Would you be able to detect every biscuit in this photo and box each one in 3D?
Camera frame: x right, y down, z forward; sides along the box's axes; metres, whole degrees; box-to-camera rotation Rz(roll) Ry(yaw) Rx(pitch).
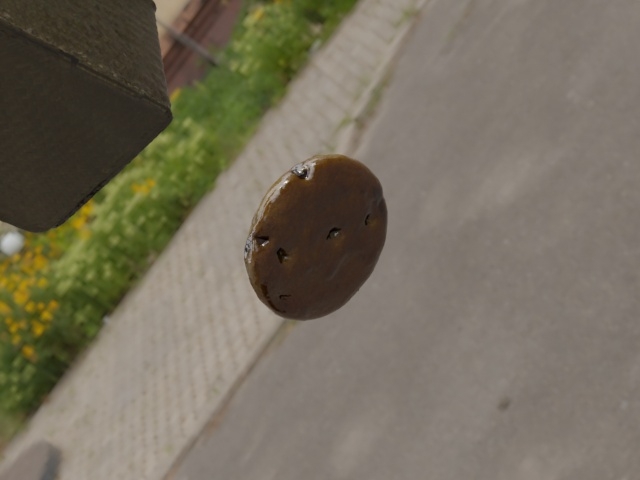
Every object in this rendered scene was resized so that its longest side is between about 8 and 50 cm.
[{"bbox_3d":[0.000,0.000,1.615,0.036,0.212,0.212,28,80,44],"label":"biscuit"}]

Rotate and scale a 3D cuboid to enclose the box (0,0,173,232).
[{"bbox_3d":[-0.278,-0.146,1.103,0.184,0.273,0.143,-40,44,28],"label":"box"}]
